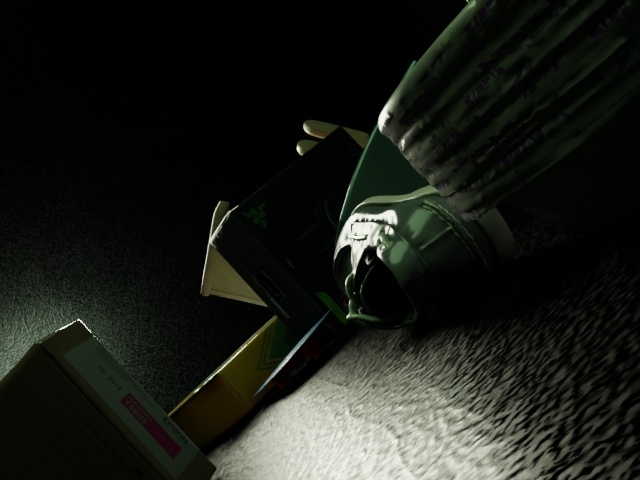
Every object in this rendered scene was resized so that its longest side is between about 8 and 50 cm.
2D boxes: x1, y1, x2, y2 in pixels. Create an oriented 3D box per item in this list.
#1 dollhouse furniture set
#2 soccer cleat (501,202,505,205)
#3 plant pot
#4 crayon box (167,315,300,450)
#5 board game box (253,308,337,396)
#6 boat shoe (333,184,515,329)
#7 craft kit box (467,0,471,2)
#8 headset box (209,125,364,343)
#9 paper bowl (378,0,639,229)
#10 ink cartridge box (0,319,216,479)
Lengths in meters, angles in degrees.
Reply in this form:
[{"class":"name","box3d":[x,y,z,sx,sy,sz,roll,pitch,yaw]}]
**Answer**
[{"class":"dollhouse furniture set","box3d":[-0.069,-0.025,1.567,0.394,0.257,0.362,-80,4,-64]},{"class":"soccer cleat","box3d":[0.221,-0.076,0.865,0.072,0.060,0.179,-52,-8,1]},{"class":"plant pot","box3d":[0.125,-0.073,1.011,0.234,0.165,0.165,-57,-9,-20]},{"class":"crayon box","box3d":[-0.131,0.231,1.289,0.203,0.083,0.323,-43,-2,41]},{"class":"board game box","box3d":[-0.029,0.170,1.080,0.133,0.033,0.168,-48,-3,-35]},{"class":"boat shoe","box3d":[0.056,0.027,0.700,0.099,0.116,0.319,-38,3,-17]},{"class":"craft kit box","box3d":[0.261,-0.251,0.661,0.247,0.250,0.061,-42,-1,18]},{"class":"headset box","box3d":[0.000,0.000,1.229,0.283,0.246,0.131,-41,-2,-31]},{"class":"paper bowl","box3d":[0.182,-0.117,0.461,0.284,0.148,0.284,-42,0,0]},{"class":"ink cartridge box","box3d":[-0.263,0.238,0.836,0.193,0.234,0.088,-42,0,17]}]
